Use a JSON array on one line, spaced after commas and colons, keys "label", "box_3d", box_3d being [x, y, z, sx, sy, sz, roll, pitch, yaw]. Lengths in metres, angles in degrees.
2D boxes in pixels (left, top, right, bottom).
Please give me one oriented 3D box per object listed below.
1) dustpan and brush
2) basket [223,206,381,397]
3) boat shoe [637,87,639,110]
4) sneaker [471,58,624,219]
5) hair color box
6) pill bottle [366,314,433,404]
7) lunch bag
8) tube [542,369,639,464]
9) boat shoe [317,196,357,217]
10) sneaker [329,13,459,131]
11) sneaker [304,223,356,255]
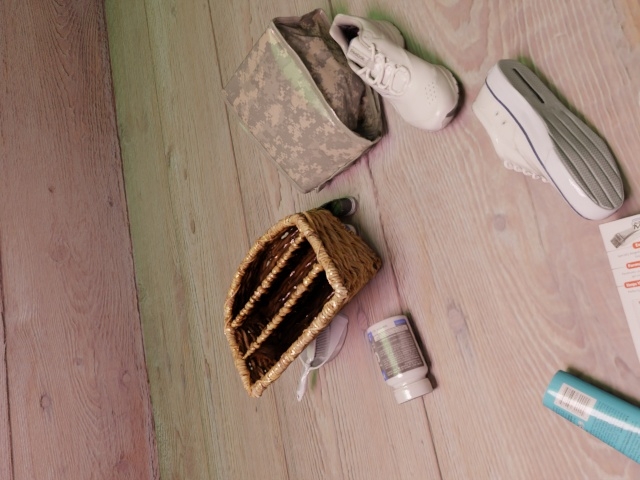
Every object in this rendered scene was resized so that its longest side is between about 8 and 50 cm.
[{"label": "dustpan and brush", "box_3d": [-0.016, 0.249, 1.056, 0.147, 0.060, 0.211, 19, 106, 50]}, {"label": "basket", "box_3d": [-0.070, 0.093, 0.903, 0.213, 0.223, 0.299, 44, 116, 8]}, {"label": "boat shoe", "box_3d": [0.400, -0.092, 0.487, 0.079, 0.081, 0.228, -45, 57, 43]}, {"label": "sneaker", "box_3d": [0.291, -0.123, 0.638, 0.091, 0.094, 0.258, 111, 144, -54]}, {"label": "hair color box", "box_3d": [0.388, 0.049, 0.534, 0.093, 0.053, 0.167, -24, 74, 51]}, {"label": "pill bottle", "box_3d": [0.139, 0.207, 0.840, 0.078, 0.078, 0.137, -43, 58, 44]}, {"label": "lunch bag", "box_3d": [-0.024, -0.255, 0.952, 0.235, 0.169, 0.287, -30, 93, 50]}, {"label": "tube", "box_3d": [0.372, 0.228, 0.568, 0.207, 0.052, 0.080, 28, 126, 42]}, {"label": "boat shoe", "box_3d": [0.017, -0.061, 1.016, 0.142, 0.040, 0.049, -21, 75, 50]}, {"label": "sneaker", "box_3d": [0.112, -0.283, 0.814, 0.297, 0.129, 0.111, 55, 129, 34]}, {"label": "sneaker", "box_3d": [0.000, 0.001, 1.005, 0.152, 0.084, 0.058, -13, 82, 52]}]
